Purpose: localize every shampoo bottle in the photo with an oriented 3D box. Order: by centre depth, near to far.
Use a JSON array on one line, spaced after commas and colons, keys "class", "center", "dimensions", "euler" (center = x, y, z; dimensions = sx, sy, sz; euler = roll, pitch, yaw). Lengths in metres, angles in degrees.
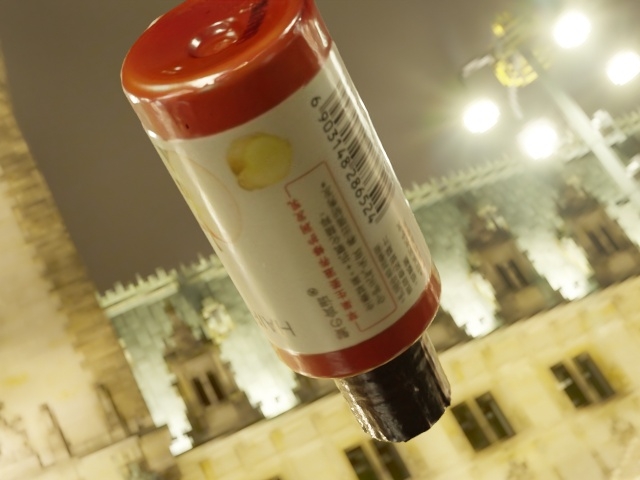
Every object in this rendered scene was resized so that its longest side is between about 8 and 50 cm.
[{"class": "shampoo bottle", "center": [0.000, 0.000, 0.711], "dimensions": [0.104, 0.104, 0.278], "euler": [-29, -56, -2]}]
